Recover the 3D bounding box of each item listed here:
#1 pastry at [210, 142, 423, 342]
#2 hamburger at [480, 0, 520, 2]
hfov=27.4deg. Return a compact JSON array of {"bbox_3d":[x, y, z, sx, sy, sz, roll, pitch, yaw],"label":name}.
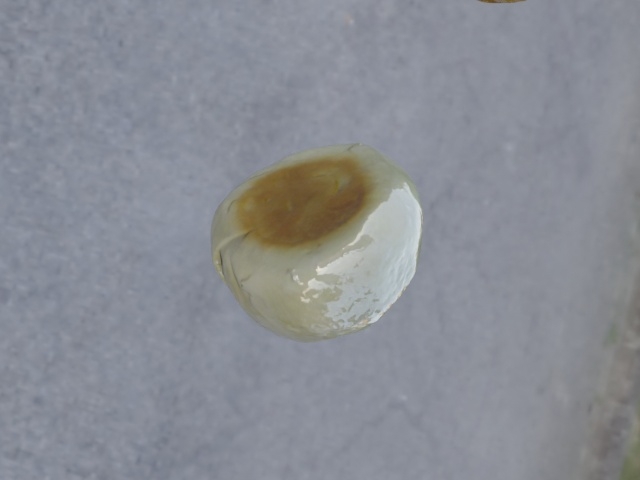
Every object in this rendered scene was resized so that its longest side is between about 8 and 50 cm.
[{"bbox_3d":[0.000,0.000,0.938,0.156,0.156,0.092,-61,145,-29],"label":"pastry"},{"bbox_3d":[0.150,-0.199,0.475,0.290,0.314,0.170,-7,79,-24],"label":"hamburger"}]
